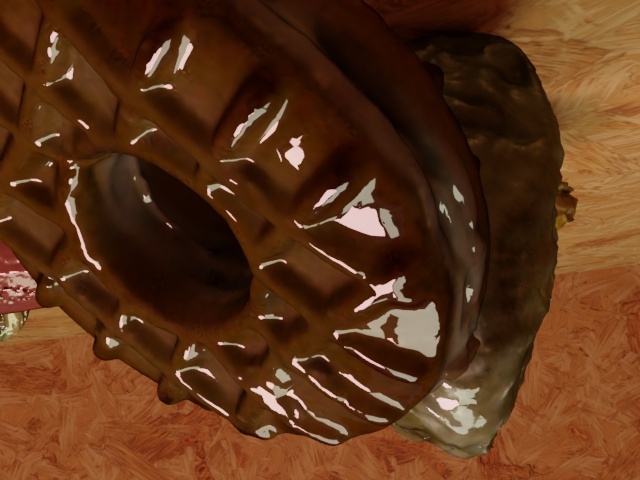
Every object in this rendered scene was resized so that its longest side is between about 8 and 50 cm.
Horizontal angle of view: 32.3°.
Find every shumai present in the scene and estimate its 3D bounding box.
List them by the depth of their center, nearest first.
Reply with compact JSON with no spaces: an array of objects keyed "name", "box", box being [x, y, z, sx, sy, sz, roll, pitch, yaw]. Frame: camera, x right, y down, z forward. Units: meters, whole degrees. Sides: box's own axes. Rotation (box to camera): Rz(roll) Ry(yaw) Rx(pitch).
[{"name":"shumai","box":[0.000,0.000,0.804,0.288,0.330,0.292,11,131,-9]}]

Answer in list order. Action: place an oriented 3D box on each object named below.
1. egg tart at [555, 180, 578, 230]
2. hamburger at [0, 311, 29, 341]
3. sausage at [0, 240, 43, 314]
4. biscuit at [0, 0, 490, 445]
[{"name":"egg tart","box":[0.096,-0.037,1.169,0.351,0.150,0.352,-11,177,-1]},{"name":"hamburger","box":[-0.415,0.057,1.349,0.131,0.159,0.185,-6,153,-29]},{"name":"sausage","box":[-0.320,-0.004,1.038,0.279,0.152,0.152,-5,172,0]},{"name":"biscuit","box":[-0.064,-0.025,0.604,0.332,0.332,0.103,-16,-152,46]}]
